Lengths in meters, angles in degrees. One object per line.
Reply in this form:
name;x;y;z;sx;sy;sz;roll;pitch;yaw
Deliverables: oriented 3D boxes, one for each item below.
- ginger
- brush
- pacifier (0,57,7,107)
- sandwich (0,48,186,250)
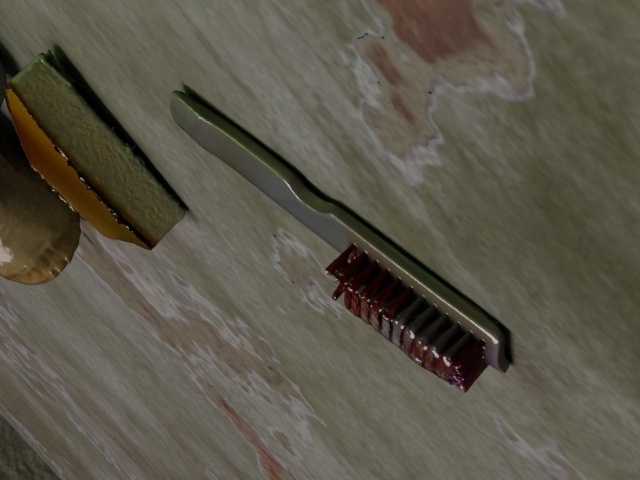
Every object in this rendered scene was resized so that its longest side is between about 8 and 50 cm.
ginger;-0.382;-0.083;1.859;0.354;0.126;0.190;38;-179;12
brush;0.000;0.000;1.298;0.321;0.050;0.060;38;165;25
pacifier;-0.442;-0.156;1.648;0.273;0.332;0.220;0;168;29
sandwich;-0.220;-0.080;1.604;0.193;0.058;0.162;50;163;-22
